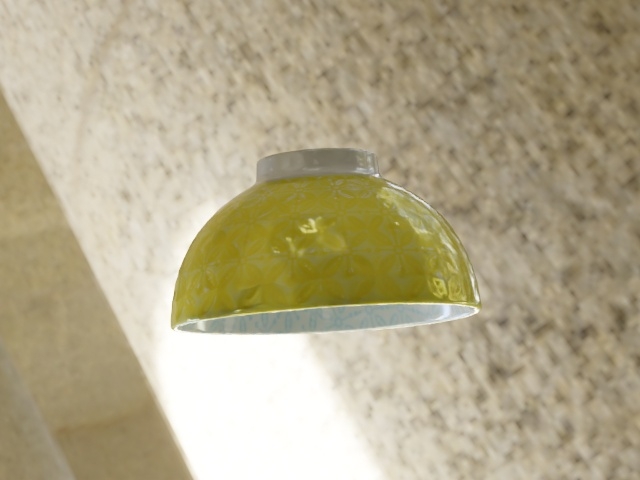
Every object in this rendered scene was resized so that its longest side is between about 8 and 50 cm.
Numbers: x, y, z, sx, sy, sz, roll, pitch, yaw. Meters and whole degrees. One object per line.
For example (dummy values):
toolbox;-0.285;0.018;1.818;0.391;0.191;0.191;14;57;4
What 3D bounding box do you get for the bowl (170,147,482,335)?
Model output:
bowl;0.000;0.000;1.599;0.289;0.156;0.289;-4;-7;0
